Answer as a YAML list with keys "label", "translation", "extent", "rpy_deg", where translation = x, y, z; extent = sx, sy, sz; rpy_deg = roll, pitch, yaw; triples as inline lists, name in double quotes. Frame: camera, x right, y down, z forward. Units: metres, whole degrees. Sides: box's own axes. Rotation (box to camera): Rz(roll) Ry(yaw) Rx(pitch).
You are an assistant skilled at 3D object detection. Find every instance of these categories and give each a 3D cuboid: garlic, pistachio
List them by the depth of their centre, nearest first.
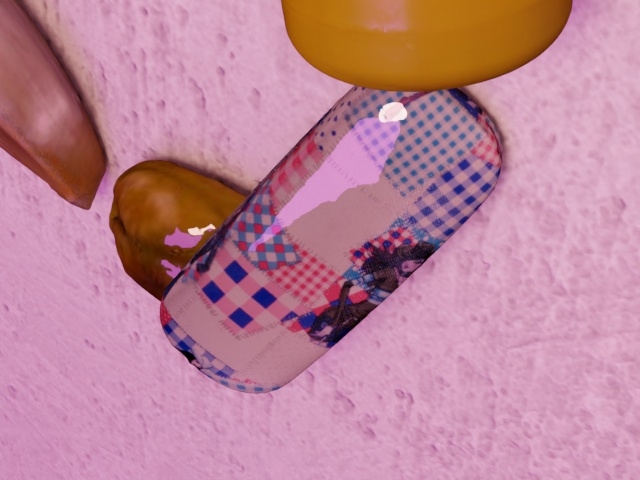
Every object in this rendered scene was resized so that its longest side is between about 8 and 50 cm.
- label: "pistachio"
  translation: [-0.105, -0.002, 1.196]
  extent: [0.189, 0.100, 0.110]
  rpy_deg: [32, 150, 19]
- label: "garlic"
  translation: [-0.286, -0.151, 1.210]
  extent: [0.318, 0.112, 0.143]
  rpy_deg: [56, 162, -25]

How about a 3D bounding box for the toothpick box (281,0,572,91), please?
- label: "toothpick box"
  translation: [0.052, -0.236, 0.807]
  extent: [0.175, 0.175, 0.271]
  rpy_deg: [15, 130, 30]

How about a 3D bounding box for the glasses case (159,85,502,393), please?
- label: "glasses case"
  translation: [0.000, 0.000, 1.078]
  extent: [0.125, 0.076, 0.327]
  rpy_deg: [36, 123, -13]
